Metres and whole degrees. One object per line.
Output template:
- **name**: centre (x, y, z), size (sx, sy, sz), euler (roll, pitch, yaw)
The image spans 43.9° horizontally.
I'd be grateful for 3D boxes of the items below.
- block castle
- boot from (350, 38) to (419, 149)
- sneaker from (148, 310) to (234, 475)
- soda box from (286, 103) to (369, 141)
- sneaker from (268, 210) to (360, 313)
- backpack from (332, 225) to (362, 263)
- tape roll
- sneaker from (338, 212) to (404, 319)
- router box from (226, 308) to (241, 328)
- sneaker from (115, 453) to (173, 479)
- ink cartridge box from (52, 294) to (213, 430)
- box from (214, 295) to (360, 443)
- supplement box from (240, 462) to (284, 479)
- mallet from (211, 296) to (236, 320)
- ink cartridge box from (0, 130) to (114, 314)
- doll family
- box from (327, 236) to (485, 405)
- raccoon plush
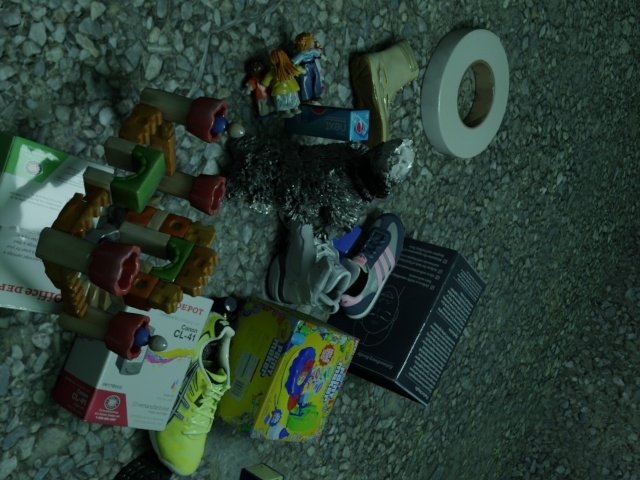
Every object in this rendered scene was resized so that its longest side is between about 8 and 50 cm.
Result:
- **block castle**: centre (-0.301, -0.032, 1.456), size (0.303, 0.212, 0.453), euler (100, 10, -51)
- **boot**: centre (0.182, -0.389, 2.119), size (0.203, 0.095, 0.262), euler (-33, 122, -38)
- **sneaker**: centre (-0.285, 0.344, 1.780), size (0.145, 0.147, 0.385), euler (3, 93, -45)
- **soda box**: centre (0.014, -0.280, 1.874), size (0.067, 0.210, 0.071), euler (-12, 110, -46)
- **sneaker**: centre (0.000, 0.000, 1.957), size (0.137, 0.210, 0.366), euler (4, 100, -49)
- **backpack**: centre (0.050, 0.004, 2.104), size (0.098, 0.101, 0.120), euler (-50, 168, -23)
- **tape roll**: centre (0.445, -0.446, 2.408), size (0.392, 0.072, 0.392), euler (-19, 117, -42)
- **sneaker**: centre (0.135, 0.051, 2.141), size (0.319, 0.112, 0.131), euler (-68, 152, -17)
- **router box**: centre (-0.208, 0.240, 1.940), size (0.092, 0.038, 0.122), euler (-47, 133, -25)
- **sneaker**: centre (-0.436, 0.615, 1.796), size (0.283, 0.107, 0.124), euler (-53, 164, -31)
- **ink cartridge box**: centre (-0.388, 0.227, 1.665), size (0.226, 0.131, 0.306), euler (25, 86, -49)
- **box**: centre (-0.092, 0.320, 1.938), size (0.279, 0.177, 0.290), euler (24, 87, -54)
- **supplement box**: centre (-0.156, 0.640, 2.103), size (0.083, 0.083, 0.056), euler (3, 102, -50)
- **mallet**: centre (-0.220, 0.223, 1.847), size (0.039, 0.062, 0.190), euler (8, 69, -40)
- **ink cartridge box**: centre (-0.527, -0.029, 1.425), size (0.211, 0.121, 0.289), euler (20, 88, -50)
- **doll family**: centre (-0.053, -0.389, 1.832), size (0.263, 0.118, 0.163), euler (-35, 127, -36)
- **box**: centre (0.226, 0.209, 2.220), size (0.212, 0.293, 0.396), euler (43, 71, -46)
- **raccoon plush**: centre (-0.026, -0.179, 1.719), size (0.299, 0.446, 0.216), euler (18, 58, -18)
